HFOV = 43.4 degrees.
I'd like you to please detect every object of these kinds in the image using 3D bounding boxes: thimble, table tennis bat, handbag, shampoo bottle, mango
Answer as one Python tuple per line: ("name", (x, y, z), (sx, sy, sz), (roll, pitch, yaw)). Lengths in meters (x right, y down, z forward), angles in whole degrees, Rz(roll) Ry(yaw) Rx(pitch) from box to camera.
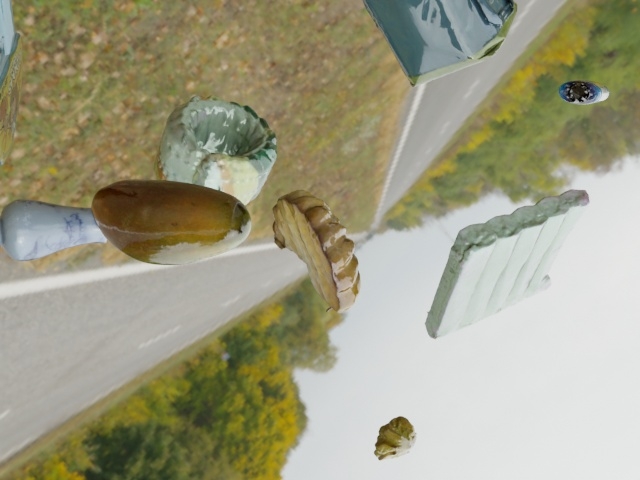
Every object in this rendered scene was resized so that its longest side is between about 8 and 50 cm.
("thimble", (-0.235, -0.191, 1.810), (0.288, 0.254, 0.167), (-75, -170, -52))
("table tennis bat", (-0.519, -0.268, 1.311), (0.215, 0.044, 0.329), (-93, -164, -44))
("handbag", (0.207, -0.443, 1.427), (0.222, 0.241, 0.263), (-10, -143, 40))
("shampoo bottle", (0.567, -0.319, 1.733), (0.183, 0.087, 0.050), (-21, 122, -61))
("mango", (-0.224, -0.025, 1.197), (0.111, 0.268, 0.133), (77, 29, -43))

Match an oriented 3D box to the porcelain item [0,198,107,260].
("porcelain item", (-0.625, -0.029, 1.845), (0.259, 0.141, 0.141), (-6, 165, -18))

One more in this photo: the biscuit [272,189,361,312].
("biscuit", (0.000, 0.000, 1.023), (0.061, 0.183, 0.118), (-19, 142, -22))

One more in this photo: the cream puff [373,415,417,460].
("cream puff", (0.129, 0.334, 1.348), (0.083, 0.058, 0.083), (44, 61, -53))

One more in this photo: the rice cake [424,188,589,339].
("rice cake", (0.220, 0.031, 0.968), (0.189, 0.037, 0.198), (-22, 147, -13))
